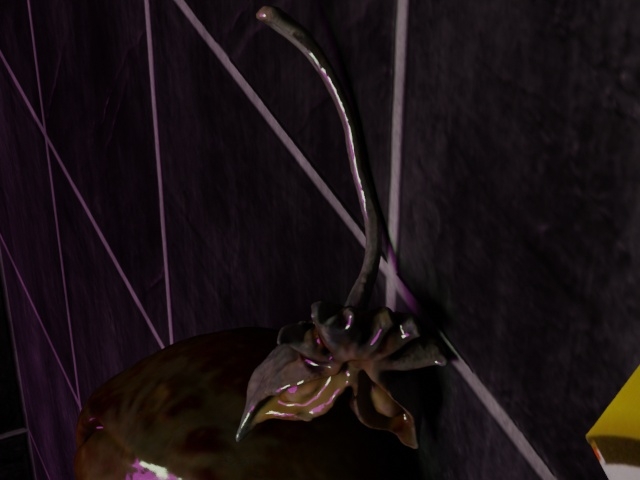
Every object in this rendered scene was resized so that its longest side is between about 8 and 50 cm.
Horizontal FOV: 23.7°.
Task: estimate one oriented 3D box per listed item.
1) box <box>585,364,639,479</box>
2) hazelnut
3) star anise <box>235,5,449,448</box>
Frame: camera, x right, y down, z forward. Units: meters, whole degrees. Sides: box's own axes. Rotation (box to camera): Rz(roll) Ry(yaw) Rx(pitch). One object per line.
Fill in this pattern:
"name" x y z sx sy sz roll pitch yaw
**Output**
"box" 0.203 0.133 0.487 0.168 0.097 0.265 107 143 -62
"hazelnut" -0.056 0.155 1.075 0.234 0.218 0.218 7 114 38
"star anise" 0.000 0.000 0.987 0.218 0.148 0.227 50 -147 -44
